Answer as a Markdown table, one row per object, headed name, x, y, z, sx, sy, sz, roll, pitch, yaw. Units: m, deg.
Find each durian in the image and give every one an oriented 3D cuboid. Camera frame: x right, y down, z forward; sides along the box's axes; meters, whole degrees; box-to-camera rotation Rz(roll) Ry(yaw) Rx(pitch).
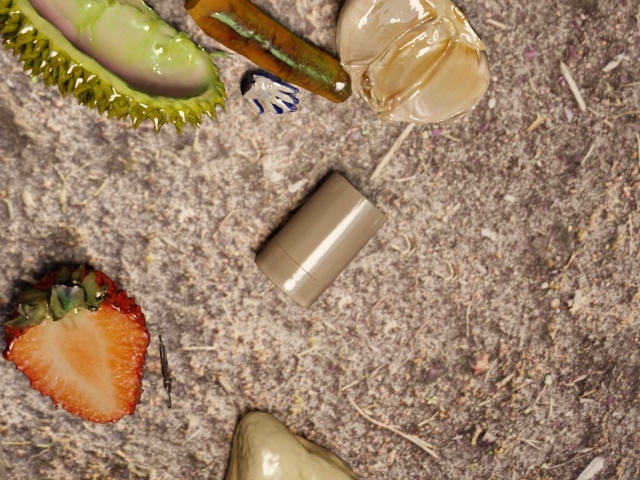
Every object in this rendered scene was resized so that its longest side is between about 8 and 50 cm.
| name | x | y | z | sx | sy | sz | roll | pitch | yaw |
| --- | --- | --- | --- | --- | --- | --- | --- | --- | --- |
| durian | -0.256 | -0.239 | 1.132 | 0.355 | 0.157 | 0.170 | 30 | 84 | -32 |

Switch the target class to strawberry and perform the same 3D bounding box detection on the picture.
| name | x | y | z | sx | sy | sz | roll | pitch | yaw |
| --- | --- | --- | --- | --- | --- | --- | --- | --- | --- |
| strawberry | -0.333 | 0.132 | 1.315 | 0.188 | 0.106 | 0.286 | -19 | 133 | -9 |

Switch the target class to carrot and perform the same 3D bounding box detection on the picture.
| name | x | y | z | sx | sy | sz | roll | pitch | yaw |
| --- | --- | --- | --- | --- | --- | --- | --- | --- | --- |
| carrot | -0.061 | -0.260 | 1.256 | 0.260 | 0.070 | 0.070 | 25 | 103 | -32 |

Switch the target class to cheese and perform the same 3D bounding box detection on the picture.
| name | x | y | z | sx | sy | sz | roll | pitch | yaw |
| --- | --- | --- | --- | --- | --- | --- | --- | --- | --- |
| cheese | -0.086 | 0.411 | 1.514 | 0.248 | 0.173 | 0.251 | -47 | 125 | -7 |

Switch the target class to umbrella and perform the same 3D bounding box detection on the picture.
| name | x | y | z | sx | sy | sz | roll | pitch | yaw |
| --- | --- | --- | --- | --- | --- | --- | --- | --- | --- |
| umbrella | -0.235 | 0.198 | 1.438 | 0.013 | 0.022 | 0.122 | -2 | 107 | 5 |

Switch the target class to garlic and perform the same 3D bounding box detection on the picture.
| name | x | y | z | sx | sy | sz | roll | pitch | yaw |
| --- | --- | --- | --- | --- | --- | --- | --- | --- | --- |
| garlic | 0.118 | -0.267 | 1.290 | 0.178 | 0.143 | 0.229 | -38 | 122 | 21 |

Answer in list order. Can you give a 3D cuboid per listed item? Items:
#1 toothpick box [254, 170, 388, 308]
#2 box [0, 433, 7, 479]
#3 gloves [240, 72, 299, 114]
| name | x | y | z | sx | sy | sz | roll | pitch | yaw |
| --- | --- | --- | --- | --- | --- | --- | --- | --- | --- |
| toothpick box | 0.000 | 0.000 | 1.384 | 0.181 | 0.111 | 0.111 | -48 | 123 | 3 |
| box | -0.549 | 0.267 | 1.222 | 0.106 | 0.200 | 0.299 | -46 | 123 | 1 |
| gloves | -0.070 | -0.197 | 1.298 | 0.086 | 0.026 | 0.064 | 16 | 141 | -25 |
